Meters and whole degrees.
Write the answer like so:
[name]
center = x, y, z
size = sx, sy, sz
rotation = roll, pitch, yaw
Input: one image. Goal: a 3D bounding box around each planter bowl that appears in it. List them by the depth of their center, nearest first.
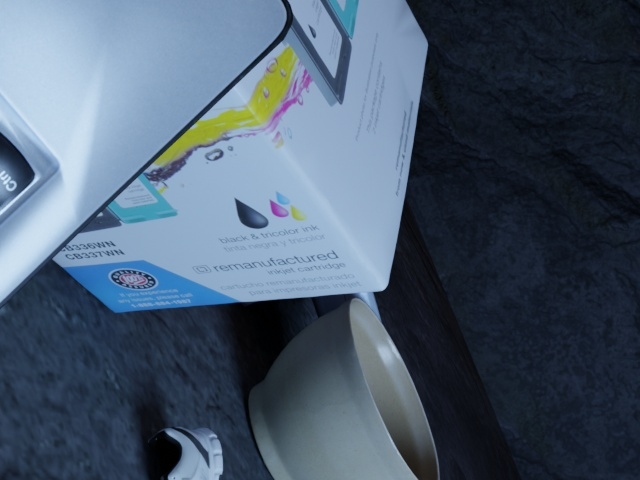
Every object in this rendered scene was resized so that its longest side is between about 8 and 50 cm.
[planter bowl]
center = 0.011, 0.139, 0.845
size = 0.162, 0.109, 0.162
rotation = 60, 14, -26

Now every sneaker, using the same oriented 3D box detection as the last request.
[sneaker]
center = -0.077, 0.158, 0.629
size = 0.044, 0.040, 0.109
rotation = 26, 34, -45

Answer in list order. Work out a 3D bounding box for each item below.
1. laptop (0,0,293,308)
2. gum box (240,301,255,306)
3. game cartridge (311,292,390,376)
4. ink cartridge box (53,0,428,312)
[laptop]
center = -0.169, -0.035, 0.175
size = 0.236, 0.408, 0.382
rotation = 28, -21, 48
[gum box]
center = -0.084, -0.028, 0.876
size = 0.188, 0.062, 0.107
rotation = 45, 24, -59
[game cartridge]
center = 0.000, 0.000, 1.029
size = 0.297, 0.062, 0.198
rotation = -113, -171, -66
[ink cartridge box]
center = -0.088, -0.114, 0.592
size = 0.270, 0.198, 0.197
rotation = 51, 41, -46
